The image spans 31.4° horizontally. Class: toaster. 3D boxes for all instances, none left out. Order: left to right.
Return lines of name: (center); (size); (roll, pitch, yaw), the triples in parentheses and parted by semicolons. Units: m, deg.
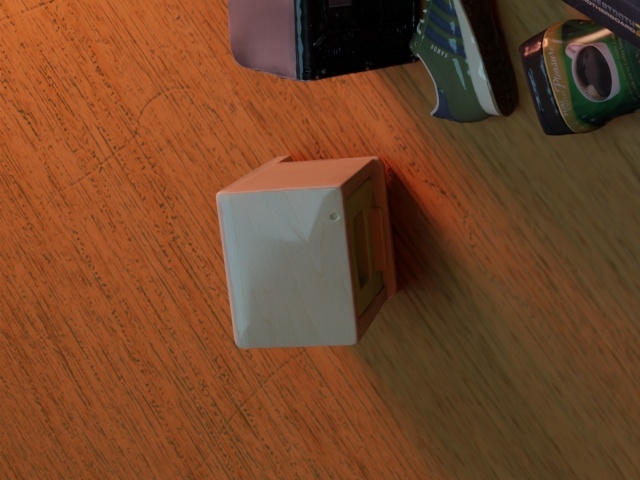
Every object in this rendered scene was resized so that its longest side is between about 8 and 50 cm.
toaster: (0.005, -0.244, 1.055); (0.110, 0.168, 0.185); (13, 112, 41)

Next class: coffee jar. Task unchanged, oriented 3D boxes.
coffee jar: (0.251, -0.145, 0.915); (0.184, 0.079, 0.096); (-12, 98, 44)

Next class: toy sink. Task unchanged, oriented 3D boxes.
toy sink: (0.000, 0.000, 1.147); (0.131, 0.234, 0.153); (-3, 101, 14)

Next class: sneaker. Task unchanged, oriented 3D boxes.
sneaker: (0.113, -0.198, 1.039); (0.086, 0.064, 0.192); (-10, 99, 40)

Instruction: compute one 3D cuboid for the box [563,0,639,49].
box: (0.283, -0.211, 0.805); (0.233, 0.183, 0.059); (42, 173, 26)
